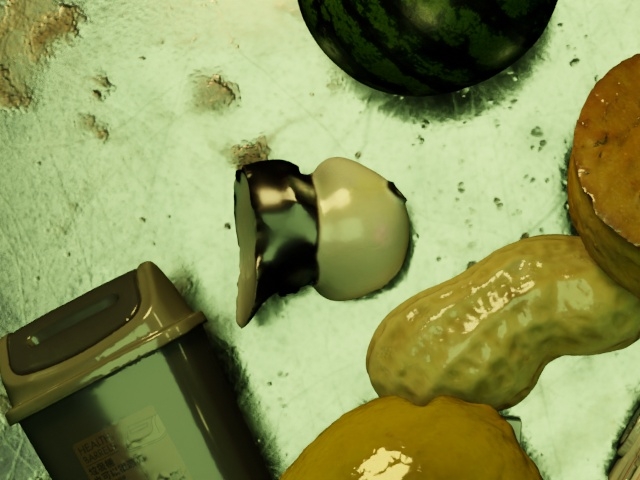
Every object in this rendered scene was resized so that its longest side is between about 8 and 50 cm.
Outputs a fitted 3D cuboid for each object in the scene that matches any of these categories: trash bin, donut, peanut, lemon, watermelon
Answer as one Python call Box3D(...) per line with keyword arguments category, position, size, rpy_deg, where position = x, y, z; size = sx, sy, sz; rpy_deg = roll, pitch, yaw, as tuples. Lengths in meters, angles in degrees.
Box3D(category="trash bin", position=(-0.178, 0.187, 1.605), size=(0.209, 0.182, 0.290), rpy_deg=(-27, 90, 5))
Box3D(category="donut", position=(0.357, -0.049, 1.546), size=(0.277, 0.108, 0.278), rpy_deg=(5, 56, -8))
Box3D(category="peanut", position=(0.191, 0.082, 1.596), size=(0.305, 0.147, 0.147), rpy_deg=(-29, 84, -1))
Box3D(category="lemon", position=(0.078, 0.292, 1.489), size=(0.297, 0.297, 0.297), rpy_deg=(0, 87, 6))
Box3D(category="watermelon", position=(0.104, -0.268, 1.566), size=(0.268, 0.269, 0.269), rpy_deg=(0, 87, 6))

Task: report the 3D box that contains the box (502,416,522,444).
Box3D(category="box", position=(0.168, 0.285, 1.628), size=(0.055, 0.039, 0.218), rpy_deg=(4, 88, 5))

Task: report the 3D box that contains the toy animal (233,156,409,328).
Box3D(category="toy animal", position=(0.000, 0.000, 1.623), size=(0.179, 0.138, 0.166), rpy_deg=(-3, 106, -2))

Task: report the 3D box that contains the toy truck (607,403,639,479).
Box3D(category="toy truck", position=(0.307, 0.330, 1.527), size=(0.173, 0.207, 0.388), rpy_deg=(29, 90, 7))
